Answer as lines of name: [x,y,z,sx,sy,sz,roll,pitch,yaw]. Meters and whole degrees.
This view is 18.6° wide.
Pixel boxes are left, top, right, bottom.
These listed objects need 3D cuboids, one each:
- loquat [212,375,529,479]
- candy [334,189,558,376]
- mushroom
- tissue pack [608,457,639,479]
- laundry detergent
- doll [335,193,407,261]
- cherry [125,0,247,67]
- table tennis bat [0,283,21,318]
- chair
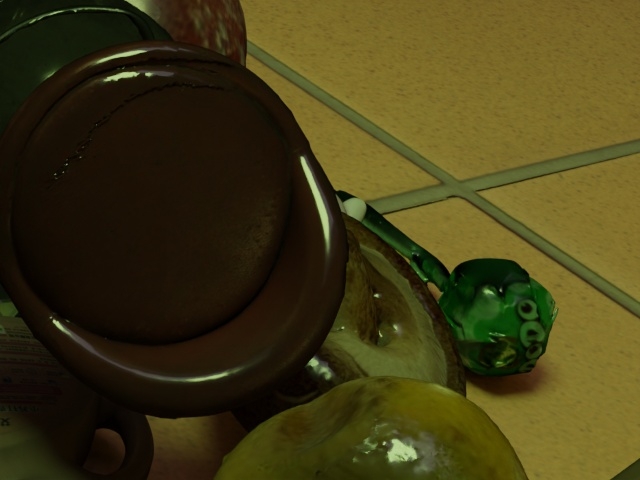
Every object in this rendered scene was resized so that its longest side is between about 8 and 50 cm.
loquat: [0.028,0.179,1.160,0.213,0.213,0.213,12,28,-6]
candy: [0.086,0.020,1.643,0.097,0.097,0.323,-2,24,-30]
mushroom: [0.006,0.086,1.402,0.194,0.138,0.231,52,25,-24]
tissue pack: [0.242,0.257,1.062,0.267,0.277,0.387,26,28,29]
laundry detergent: [-0.184,0.139,1.272,0.171,0.076,0.237,3,30,-29]
doll: [0.000,0.000,1.617,0.129,0.081,0.207,-19,44,-36]
cherry: [-0.168,-0.164,1.676,0.236,0.213,0.285,27,41,-52]
table tennis bat: [-0.267,0.042,1.474,0.130,0.019,0.220,-3,31,-30]
chair: [-0.136,-0.041,1.321,0.226,0.226,0.401,4,12,-20]
